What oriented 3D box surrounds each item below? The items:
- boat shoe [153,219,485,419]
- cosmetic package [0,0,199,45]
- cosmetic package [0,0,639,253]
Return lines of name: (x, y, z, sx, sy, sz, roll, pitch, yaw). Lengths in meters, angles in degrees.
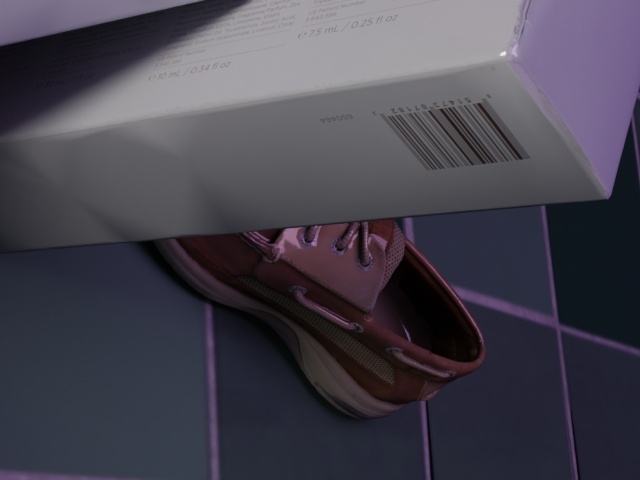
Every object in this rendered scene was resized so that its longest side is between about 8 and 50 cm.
boat shoe: (0.000, 0.000, 0.890, 0.324, 0.116, 0.123, 43, 44, -38)
cosmetic package: (-0.160, -0.198, 0.563, 0.138, 0.224, 0.225, 88, -17, -51)
cosmetic package: (-0.014, -0.141, 0.664, 0.097, 0.377, 0.284, 45, 54, -39)
